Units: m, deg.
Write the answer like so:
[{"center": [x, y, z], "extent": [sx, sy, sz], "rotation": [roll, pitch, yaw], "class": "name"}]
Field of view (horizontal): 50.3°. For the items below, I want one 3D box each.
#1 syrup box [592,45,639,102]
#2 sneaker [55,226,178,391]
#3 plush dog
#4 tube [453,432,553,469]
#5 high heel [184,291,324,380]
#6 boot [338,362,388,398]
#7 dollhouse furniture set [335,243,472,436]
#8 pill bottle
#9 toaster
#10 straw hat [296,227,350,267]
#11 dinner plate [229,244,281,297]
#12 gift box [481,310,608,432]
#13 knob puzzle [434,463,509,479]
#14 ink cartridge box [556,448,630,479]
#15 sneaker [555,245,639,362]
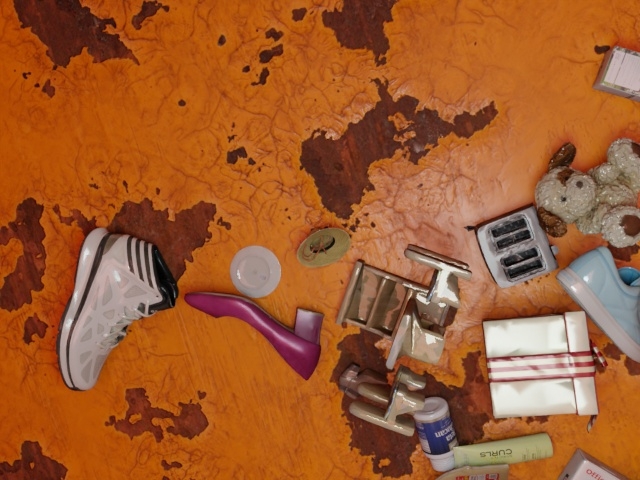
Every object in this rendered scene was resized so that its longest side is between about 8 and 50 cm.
[{"center": [0.767, -0.364, 1.571], "extent": [0.237, 0.096, 0.093], "rotation": [19, 99, 8], "class": "syrup box"}, {"center": [-0.530, 0.206, 1.807], "extent": [0.257, 0.169, 0.447], "rotation": [13, 94, 11], "class": "sneaker"}, {"center": [0.608, -0.098, 1.568], "extent": [0.225, 0.210, 0.262], "rotation": [13, 71, 6], "class": "plush dog"}, {"center": [0.451, 0.529, 1.693], "extent": [0.240, 0.062, 0.070], "rotation": [-9, 76, 1], "class": "tube"}, {"center": [-0.183, 0.240, 1.764], "extent": [0.377, 0.127, 0.181], "rotation": [11, 86, 6], "class": "high heel"}, {"center": [0.107, 0.375, 1.777], "extent": [0.118, 0.042, 0.087], "rotation": [25, 104, 8], "class": "boot"}, {"center": [0.159, 0.180, 1.569], "extent": [0.256, 0.394, 0.362], "rotation": [19, 97, 8], "class": "dollhouse furniture set"}, {"center": [0.294, 0.490, 1.715], "extent": [0.094, 0.094, 0.169], "rotation": [-15, 104, 11], "class": "pill bottle"}, {"center": [0.465, 0.014, 1.647], "extent": [0.186, 0.110, 0.168], "rotation": [-21, 90, 11], "class": "toaster"}, {"center": [0.000, 0.000, 1.749], "extent": [0.144, 0.144, 0.061], "rotation": [-35, 46, 11], "class": "straw hat"}, {"center": [-0.175, 0.084, 1.813], "extent": [0.141, 0.017, 0.141], "rotation": [1, 96, 9], "class": "dinner plate"}, {"center": [0.521, 0.303, 1.592], "extent": [0.258, 0.255, 0.276], "rotation": [-8, 87, 12], "class": "gift box"}, {"center": [0.366, 0.602, 1.703], "extent": [0.213, 0.030, 0.213], "rotation": [-1, 136, -1], "class": "knob puzzle"}, {"center": [0.652, 0.642, 1.674], "extent": [0.148, 0.086, 0.203], "rotation": [31, 98, 6], "class": "ink cartridge box"}, {"center": [0.686, 0.147, 1.541], "extent": [0.150, 0.135, 0.366], "rotation": [-43, 124, 11], "class": "sneaker"}]
